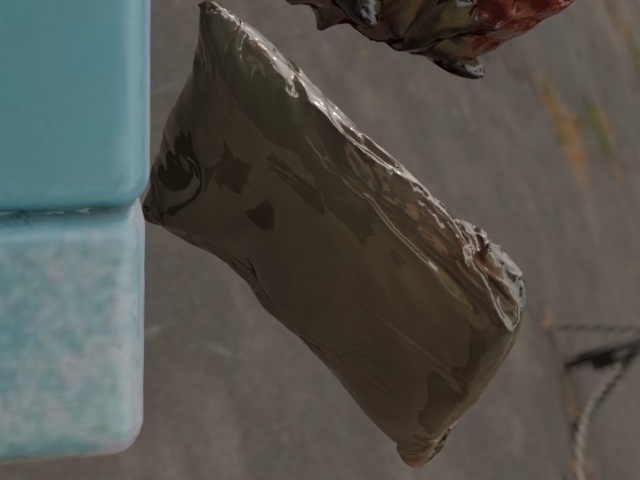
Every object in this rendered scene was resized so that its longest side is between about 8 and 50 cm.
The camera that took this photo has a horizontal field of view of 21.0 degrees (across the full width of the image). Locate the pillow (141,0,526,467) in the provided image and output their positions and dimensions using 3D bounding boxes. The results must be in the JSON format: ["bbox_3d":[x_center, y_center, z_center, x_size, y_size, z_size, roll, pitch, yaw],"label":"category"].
[{"bbox_3d":[0.000,0.000,1.028,0.270,0.173,0.067,42,44,8],"label":"pillow"}]

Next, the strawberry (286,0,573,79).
[{"bbox_3d":[0.050,-0.222,0.752,0.261,0.258,0.261,44,19,-19],"label":"strawberry"}]

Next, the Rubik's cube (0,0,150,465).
[{"bbox_3d":[-0.250,-0.101,0.606,0.319,0.316,0.321,-154,-116,-65],"label":"Rubik's cube"}]
